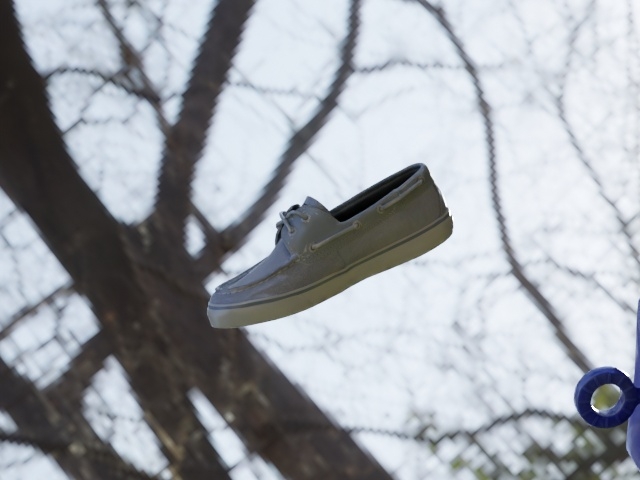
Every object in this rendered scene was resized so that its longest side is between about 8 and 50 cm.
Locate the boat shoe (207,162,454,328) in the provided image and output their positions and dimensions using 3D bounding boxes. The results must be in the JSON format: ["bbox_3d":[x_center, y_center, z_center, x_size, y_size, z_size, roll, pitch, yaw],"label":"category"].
[{"bbox_3d":[0.001,0.000,1.580,0.227,0.079,0.081,-24,-76,-17],"label":"boat shoe"}]

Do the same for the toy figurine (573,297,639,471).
[{"bbox_3d":[0.251,0.106,1.197,0.217,0.191,0.363,-4,-67,-15],"label":"toy figurine"}]
